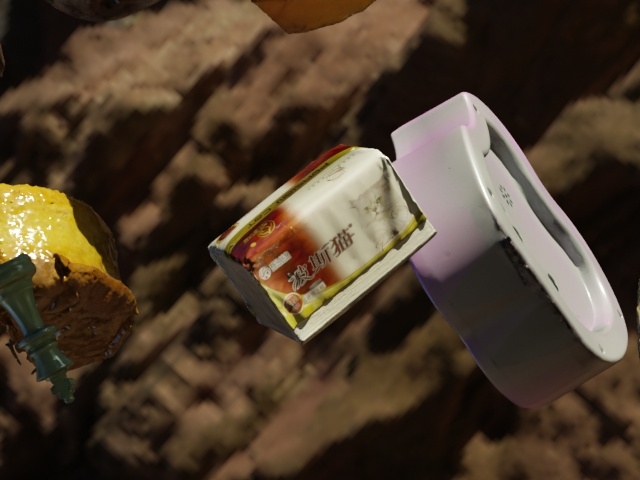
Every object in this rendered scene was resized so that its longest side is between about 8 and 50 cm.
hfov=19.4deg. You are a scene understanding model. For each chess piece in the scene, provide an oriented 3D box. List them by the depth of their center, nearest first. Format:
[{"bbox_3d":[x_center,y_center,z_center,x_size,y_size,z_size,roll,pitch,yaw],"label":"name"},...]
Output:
[{"bbox_3d":[-0.272,0.088,1.791,0.059,0.149,0.059,-29,-2,-1],"label":"chess piece"}]

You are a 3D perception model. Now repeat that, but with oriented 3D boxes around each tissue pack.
[{"bbox_3d":[-0.001,-0.001,1.544,0.148,0.099,0.106,-39,20,-13],"label":"tissue pack"}]

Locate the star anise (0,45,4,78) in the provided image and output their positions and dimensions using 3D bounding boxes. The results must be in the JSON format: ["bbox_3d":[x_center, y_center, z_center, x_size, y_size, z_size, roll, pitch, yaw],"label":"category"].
[{"bbox_3d":[-0.394,-0.239,1.535,0.331,0.332,0.117,-32,-11,-41],"label":"star anise"}]

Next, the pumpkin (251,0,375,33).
[{"bbox_3d":[-0.066,-0.319,2.013,0.280,0.139,0.190,-5,-24,-13],"label":"pumpkin"}]

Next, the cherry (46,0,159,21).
[{"bbox_3d":[-0.193,-0.290,1.674,0.195,0.195,0.195,-42,-21,-20],"label":"cherry"}]

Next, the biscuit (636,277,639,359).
[{"bbox_3d":[0.304,0.079,1.664,0.152,0.020,0.152,-3,-90,-66],"label":"biscuit"}]

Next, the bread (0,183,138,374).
[{"bbox_3d":[-0.277,0.042,2.011,0.147,0.160,0.260,-15,-33,4],"label":"bread"}]

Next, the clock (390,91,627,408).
[{"bbox_3d":[0.198,0.013,1.960,0.102,0.338,0.338,-31,-14,19],"label":"clock"}]
